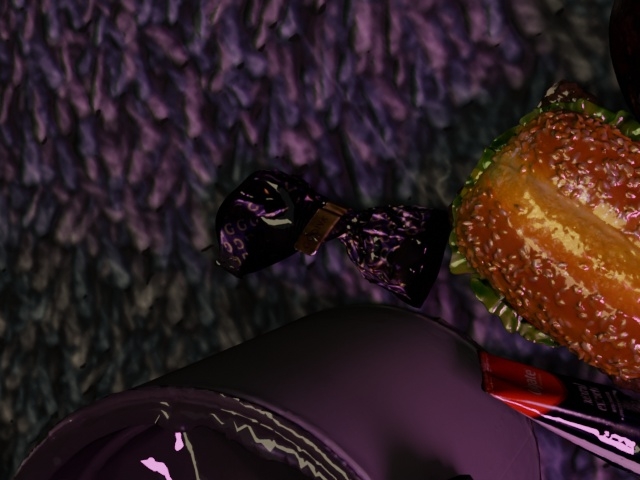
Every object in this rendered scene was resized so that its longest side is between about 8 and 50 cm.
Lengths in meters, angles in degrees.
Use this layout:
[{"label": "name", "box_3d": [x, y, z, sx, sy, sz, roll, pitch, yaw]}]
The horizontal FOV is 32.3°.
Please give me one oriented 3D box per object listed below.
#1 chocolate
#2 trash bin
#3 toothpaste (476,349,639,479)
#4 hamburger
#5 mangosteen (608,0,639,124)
[{"label": "chocolate", "box_3d": [0.001, -0.003, 0.672, 0.147, 0.070, 0.072, 8, 92, 15]}, {"label": "trash bin", "box_3d": [-0.011, 0.157, 0.583, 0.277, 0.262, 0.217, -18, 89, 21]}, {"label": "toothpaste", "box_3d": [0.173, 0.108, 0.596, 0.193, 0.071, 0.045, 25, 103, 2]}, {"label": "hamburger", "box_3d": [0.150, 0.005, 0.604, 0.166, 0.087, 0.137, 43, 107, 11]}, {"label": "mangosteen", "box_3d": [0.216, -0.103, 0.540, 0.152, 0.152, 0.152, 2, 95, 20]}]
